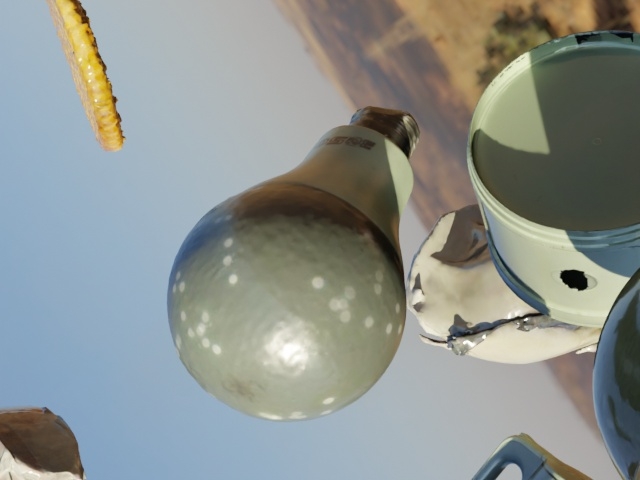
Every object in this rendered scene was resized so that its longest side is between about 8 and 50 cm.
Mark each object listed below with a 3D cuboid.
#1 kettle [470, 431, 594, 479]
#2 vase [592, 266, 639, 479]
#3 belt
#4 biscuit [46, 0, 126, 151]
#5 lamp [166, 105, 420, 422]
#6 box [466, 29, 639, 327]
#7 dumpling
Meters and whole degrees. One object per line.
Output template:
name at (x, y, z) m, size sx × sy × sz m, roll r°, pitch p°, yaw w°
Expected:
kettle at (0.238, 0.374, 1.928) m, size 0.160 × 0.243 × 0.210 m, roll 24°, pitch -170°, yaw -47°
vase at (0.309, 0.083, 1.052) m, size 0.241 × 0.329 × 0.302 m, roll 19°, pitch -157°, yaw 8°
belt at (-0.406, 0.312, 1.934) m, size 0.115 × 0.324 × 0.227 m, roll 0°, pitch -119°, yaw -42°
biscuit at (-0.275, -0.220, 1.849) m, size 0.254 × 0.035 × 0.254 m, roll 161°, pitch 90°, yaw -81°
lamp at (-0.019, 0.000, 1.261) m, size 0.182 × 0.182 × 0.314 m, roll 53°, pitch -150°, yaw -36°
box at (0.249, -0.056, 1.423) m, size 0.226 × 0.226 × 0.149 m, roll 59°, pitch 175°, yaw 36°
dumpling at (0.247, 0.048, 1.957) m, size 0.163 × 0.293 × 0.204 m, roll 169°, pitch 103°, yaw -71°
